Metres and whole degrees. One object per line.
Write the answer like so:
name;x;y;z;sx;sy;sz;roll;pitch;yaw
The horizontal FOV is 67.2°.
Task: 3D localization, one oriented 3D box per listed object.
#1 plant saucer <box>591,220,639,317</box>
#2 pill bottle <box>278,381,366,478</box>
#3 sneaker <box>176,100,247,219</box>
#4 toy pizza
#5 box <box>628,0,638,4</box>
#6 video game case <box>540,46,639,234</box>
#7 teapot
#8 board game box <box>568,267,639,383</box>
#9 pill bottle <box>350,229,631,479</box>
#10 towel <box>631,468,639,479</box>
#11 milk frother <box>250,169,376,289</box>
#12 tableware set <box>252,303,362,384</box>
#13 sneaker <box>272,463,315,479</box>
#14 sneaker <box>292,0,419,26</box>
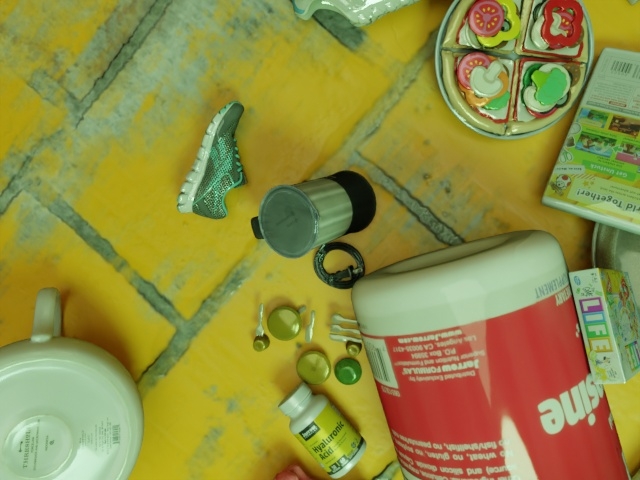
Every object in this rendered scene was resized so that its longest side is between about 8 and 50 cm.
plant saucer;0.478;0.021;0.543;0.311;0.050;0.310;-3;81;20
pill bottle;0.000;0.245;0.633;0.065;0.065;0.116;-44;86;6
sneaker;-0.130;-0.103;0.651;0.076;0.065;0.166;23;98;-11
toy pizza;0.239;-0.224;0.581;0.201;0.032;0.201;-1;102;-5
box;0.388;-0.408;0.581;0.145;0.038;0.186;-37;88;7
video game case;0.406;-0.102;0.553;0.227;0.026;0.206;22;89;22
teapot;-0.358;0.234;0.626;0.252;0.187;0.256;47;70;-15
board game box;0.300;0.083;0.493;0.026;0.154;0.103;-17;75;39
pill bottle;0.194;0.209;0.526;0.229;0.229;0.407;-17;90;7
towel;0.548;0.350;0.557;0.320;0.090;0.374;37;95;4
milk frother;0.000;0.000;0.591;0.129;0.135;0.143;-33;84;38
tableware set;-0.017;0.142;0.656;0.154;0.024;0.104;8;96;6
sneaker;0.059;0.394;0.606;0.314;0.116;0.136;22;93;6
sneaker;0.075;-0.318;0.606;0.229;0.087;0.092;7;109;8
